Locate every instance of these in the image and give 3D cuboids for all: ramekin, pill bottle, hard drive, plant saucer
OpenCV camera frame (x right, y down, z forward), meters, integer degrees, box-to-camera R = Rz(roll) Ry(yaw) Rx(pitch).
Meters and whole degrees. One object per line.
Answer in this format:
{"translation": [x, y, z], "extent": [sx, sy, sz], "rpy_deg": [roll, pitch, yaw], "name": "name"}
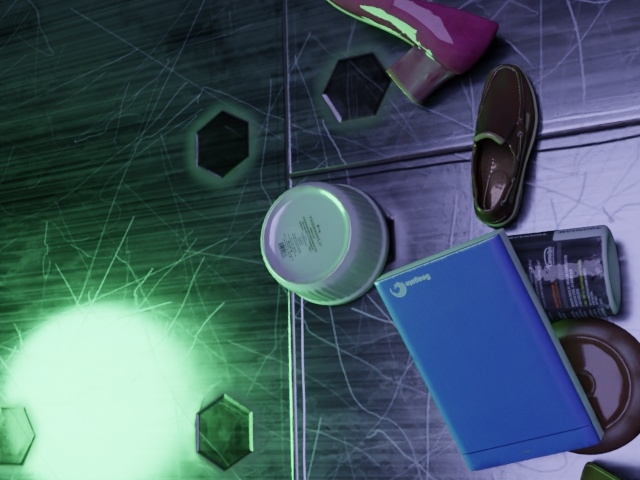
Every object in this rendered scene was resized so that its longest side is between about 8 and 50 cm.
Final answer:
{"translation": [0.000, 0.000, 1.470], "extent": [0.207, 0.109, 0.207], "rpy_deg": [-5, 80, 26], "name": "ramekin"}
{"translation": [0.299, 0.054, 1.296], "extent": [0.245, 0.130, 0.131], "rpy_deg": [-7, 78, 25], "name": "pill bottle"}
{"translation": [0.234, 0.163, 1.266], "extent": [0.210, 0.040, 0.319], "rpy_deg": [-24, 96, 35], "name": "hard drive"}
{"translation": [0.377, 0.208, 1.285], "extent": [0.198, 0.036, 0.199], "rpy_deg": [-4, 80, 26], "name": "plant saucer"}

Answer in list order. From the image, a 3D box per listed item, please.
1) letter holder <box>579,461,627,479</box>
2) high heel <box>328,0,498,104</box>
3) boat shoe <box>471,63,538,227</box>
{"translation": [0.414, 0.468, 1.173], "extent": [0.151, 0.214, 0.302], "rpy_deg": [14, 86, -4], "name": "letter holder"}
{"translation": [0.117, -0.416, 1.457], "extent": [0.181, 0.127, 0.377], "rpy_deg": [-41, 86, 25], "name": "high heel"}
{"translation": [0.276, -0.153, 1.364], "extent": [0.095, 0.095, 0.258], "rpy_deg": [-1, 81, 27], "name": "boat shoe"}
